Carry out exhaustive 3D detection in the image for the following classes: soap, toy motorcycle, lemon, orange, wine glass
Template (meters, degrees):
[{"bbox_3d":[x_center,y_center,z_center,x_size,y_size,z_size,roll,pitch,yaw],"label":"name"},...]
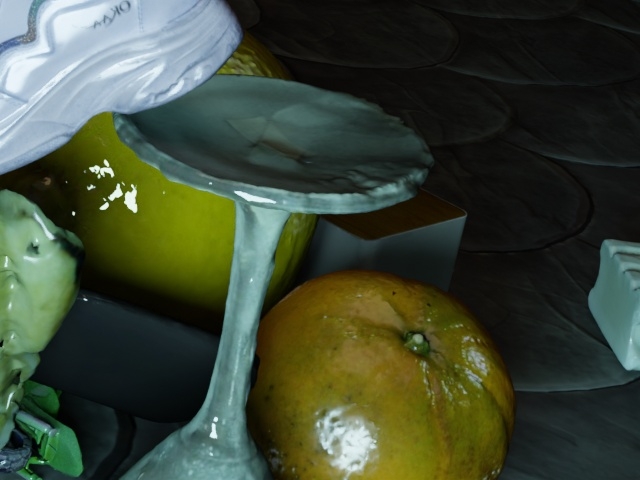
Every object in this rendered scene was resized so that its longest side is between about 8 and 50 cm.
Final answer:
[{"bbox_3d":[0.428,0.078,1.906,0.266,0.087,0.160,6,24,-11],"label":"soap"},{"bbox_3d":[-0.256,0.137,1.506,0.106,0.074,0.190,10,21,-25],"label":"toy motorcycle"},{"bbox_3d":[-0.174,-0.047,1.592,0.364,0.364,0.364,9,23,-4],"label":"lemon"},{"bbox_3d":[0.044,0.129,1.465,0.240,0.171,0.240,12,52,-16],"label":"orange"},{"bbox_3d":[-0.063,0.111,1.220,0.267,0.406,0.267,10,26,-5],"label":"wine glass"}]

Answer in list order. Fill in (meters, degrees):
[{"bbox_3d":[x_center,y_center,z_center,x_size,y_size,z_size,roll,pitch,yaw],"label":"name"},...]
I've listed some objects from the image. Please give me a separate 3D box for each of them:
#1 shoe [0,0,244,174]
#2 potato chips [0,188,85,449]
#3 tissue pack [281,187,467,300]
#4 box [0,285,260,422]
[{"bbox_3d":[-0.178,-0.127,1.095,0.245,0.137,0.095,-21,23,1],"label":"shoe"},{"bbox_3d":[-0.357,0.099,1.213,0.373,0.389,0.097,-8,57,-44],"label":"potato chips"},{"bbox_3d":[-0.001,0.000,1.837,0.246,0.136,0.159,28,29,36],"label":"tissue pack"},{"bbox_3d":[-0.165,0.084,1.415,0.201,0.042,0.212,24,-26,-20],"label":"box"}]
